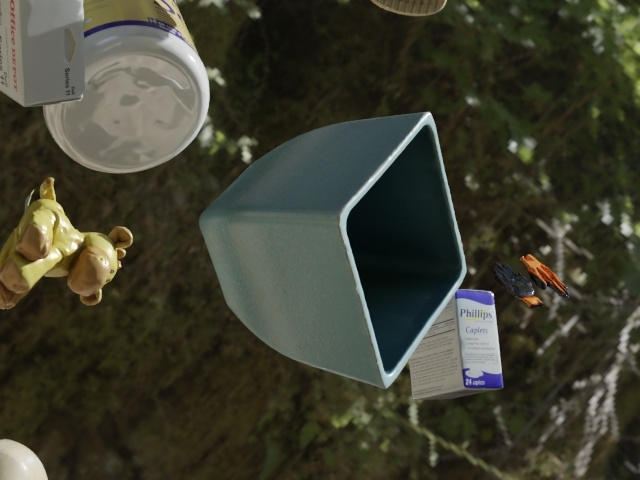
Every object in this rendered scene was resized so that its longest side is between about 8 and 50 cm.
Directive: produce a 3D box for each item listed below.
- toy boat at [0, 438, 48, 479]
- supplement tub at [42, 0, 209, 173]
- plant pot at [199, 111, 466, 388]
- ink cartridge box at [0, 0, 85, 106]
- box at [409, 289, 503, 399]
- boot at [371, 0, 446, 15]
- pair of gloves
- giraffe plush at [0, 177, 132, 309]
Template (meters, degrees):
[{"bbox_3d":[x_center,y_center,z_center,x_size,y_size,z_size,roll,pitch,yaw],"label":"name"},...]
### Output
[{"bbox_3d":[-0.496,0.434,1.681,0.148,0.267,0.318,8,26,8],"label":"toy boat"},{"bbox_3d":[-0.315,-0.285,1.781,0.241,0.241,0.331,43,16,-42],"label":"supplement tub"},{"bbox_3d":[0.000,0.000,1.462,0.252,0.248,0.247,5,-54,31],"label":"plant pot"},{"bbox_3d":[-0.389,-0.274,1.518,0.087,0.153,0.208,-15,31,-35],"label":"ink cartridge box"},{"bbox_3d":[0.184,0.147,1.644,0.072,0.137,0.126,4,-15,-30],"label":"box"},{"bbox_3d":[0.072,-0.407,1.721,0.248,0.090,0.207,24,17,-1],"label":"boot"},{"bbox_3d":[0.235,0.046,1.320,0.083,0.010,0.074,-12,46,-39],"label":"pair of gloves"},{"bbox_3d":[-0.389,0.027,1.805,0.171,0.181,0.210,29,41,-19],"label":"giraffe plush"}]
